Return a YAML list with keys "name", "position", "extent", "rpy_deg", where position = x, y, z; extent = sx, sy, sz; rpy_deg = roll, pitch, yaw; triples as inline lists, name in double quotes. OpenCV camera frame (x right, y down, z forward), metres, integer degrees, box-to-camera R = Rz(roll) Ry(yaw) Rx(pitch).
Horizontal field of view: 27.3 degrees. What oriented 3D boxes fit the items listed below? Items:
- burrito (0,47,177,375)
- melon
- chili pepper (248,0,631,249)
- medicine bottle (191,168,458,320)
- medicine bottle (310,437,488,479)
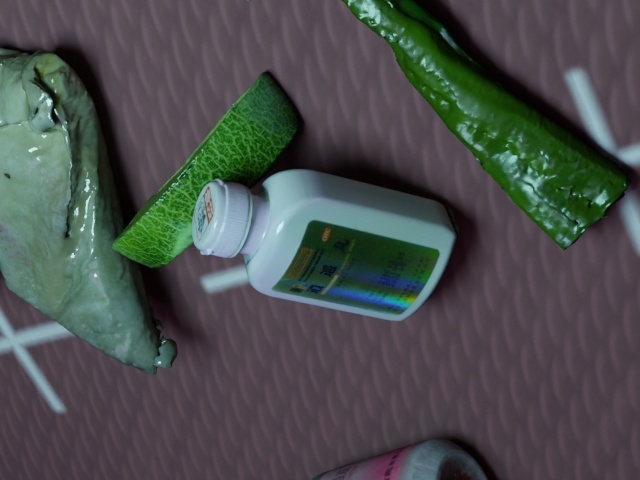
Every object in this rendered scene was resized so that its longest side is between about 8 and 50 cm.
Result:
- name: "burrito"
  position: [-0.260, -0.031, 1.281]
  extent: [0.175, 0.107, 0.348]
  rpy_deg: [2, 121, 41]
- name: "melon"
  position: [-0.107, -0.049, 1.189]
  extent: [0.064, 0.118, 0.209]
  rpy_deg: [40, 125, -14]
- name: "chili pepper"
  position: [0.097, -0.129, 1.076]
  extent: [0.359, 0.076, 0.085]
  rpy_deg: [38, 109, -8]
- name: "medicine bottle"
  position: [0.000, 0.000, 1.139]
  extent: [0.219, 0.078, 0.115]
  rpy_deg: [12, 127, -25]
- name: "medicine bottle"
  position: [0.048, 0.294, 1.327]
  extent: [0.247, 0.147, 0.147]
  rpy_deg: [-24, 109, 33]
